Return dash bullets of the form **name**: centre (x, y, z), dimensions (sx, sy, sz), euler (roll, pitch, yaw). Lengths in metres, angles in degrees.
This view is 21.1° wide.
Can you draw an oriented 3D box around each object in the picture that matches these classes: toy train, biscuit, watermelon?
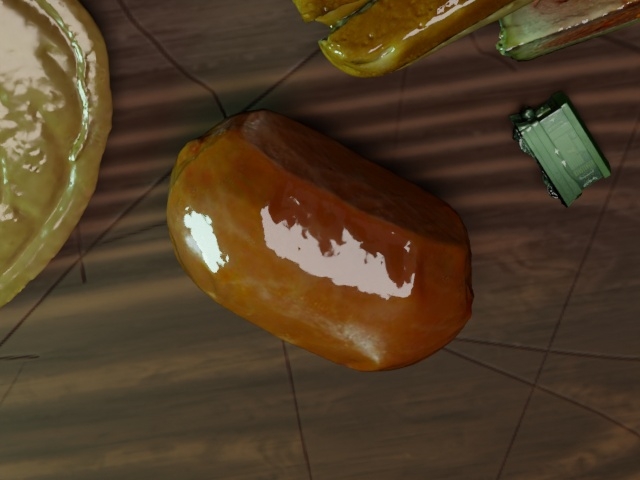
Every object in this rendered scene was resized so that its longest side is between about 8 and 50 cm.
- **toy train**: centre (0.197, -0.076, 1.414), dimensions (0.056, 0.038, 0.093), euler (-33, 111, 8)
- **biscuit**: centre (-0.363, -0.087, 1.363), dimensions (0.365, 0.062, 0.385), euler (32, 108, -15)
- **watermelon**: centre (0.266, -0.248, 1.296), dimensions (0.303, 0.159, 0.128), euler (-23, 89, 18)

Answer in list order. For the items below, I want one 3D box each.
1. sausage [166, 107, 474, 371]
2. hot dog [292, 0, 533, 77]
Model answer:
- **sausage**: centre (-0.001, 0.001, 1.372), dimensions (0.268, 0.153, 0.141), euler (28, 118, -12)
- **hot dog**: centre (0.135, -0.240, 1.246), dimensions (0.337, 0.100, 0.135), euler (-29, 112, 10)
